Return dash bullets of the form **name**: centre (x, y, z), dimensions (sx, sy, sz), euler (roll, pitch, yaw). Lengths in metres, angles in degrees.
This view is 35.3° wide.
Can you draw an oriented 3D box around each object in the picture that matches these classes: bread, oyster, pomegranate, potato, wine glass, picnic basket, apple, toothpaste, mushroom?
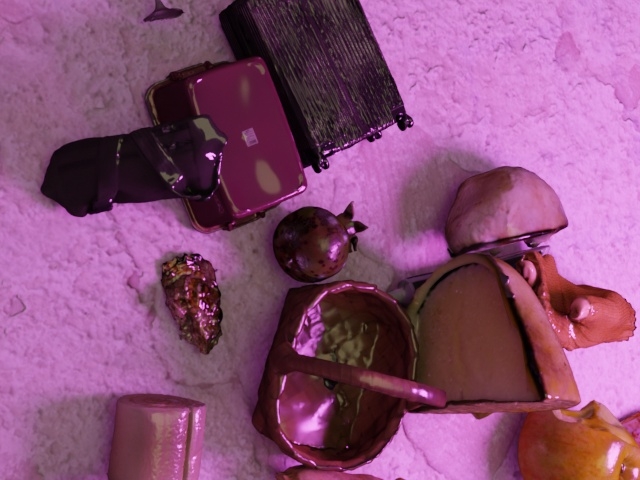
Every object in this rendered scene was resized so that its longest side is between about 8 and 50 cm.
- **bread**: centre (-0.267, 0.330, 1.648), dimensions (0.148, 0.134, 0.141), euler (7, 88, -19)
- **oyster**: centre (-0.215, 0.109, 1.733), dimensions (0.105, 0.056, 0.177), euler (0, 83, -35)
- **pomegranate**: centre (0.002, 0.006, 1.798), dimensions (0.169, 0.148, 0.148), euler (-11, 92, -25)
- **potato**: centre (0.320, 0.173, 1.836), dimensions (0.212, 0.330, 0.280), euler (8, 72, -42)
- **wine glass**: centre (-0.304, -0.505, 1.708), dimensions (0.074, 0.074, 0.262), euler (-18, 95, -26)
- **picnic basket**: centre (0.061, 0.234, 1.719), dimensions (0.293, 0.337, 0.337), euler (19, 79, -25)
- **apple**: centre (0.524, 0.427, 1.996), dimensions (0.246, 0.226, 0.246), euler (1, 88, -29)
- **toothpaste**: centre (0.290, 0.080, 1.980), dimensions (0.392, 0.061, 0.099), euler (-11, 134, -26)
- **mushroom**: centre (0.357, -0.063, 1.957), dimensions (0.267, 0.189, 0.164), euler (-11, 80, -26)

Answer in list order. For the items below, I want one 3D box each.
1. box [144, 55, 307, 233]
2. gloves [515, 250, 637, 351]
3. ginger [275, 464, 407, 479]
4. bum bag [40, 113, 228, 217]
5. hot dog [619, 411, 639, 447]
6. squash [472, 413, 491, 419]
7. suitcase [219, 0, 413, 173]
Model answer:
- **box**: centre (-0.152, -0.168, 1.713), dimensions (0.193, 0.167, 0.294), euler (-24, 99, -28)
- **gloves**: centre (0.491, 0.137, 2.000), dimensions (0.356, 0.203, 0.155), euler (24, 99, -40)
- **ginger**: centre (0.065, 0.496, 1.814), dimensions (0.354, 0.126, 0.190), euler (29, 80, -25)
- **bum bag**: centre (-0.296, -0.107, 1.602), dimensions (0.326, 0.080, 0.142), euler (-11, 110, 13)
- **hot dog**: centre (0.682, 0.437, 2.166), dimensions (0.252, 0.069, 0.131), euler (-15, 103, -24)
- **squash**: centre (0.285, 0.246, 1.968), dimensions (0.090, 0.075, 0.200), euler (-33, 83, 8)
- **suitcase**: centre (-0.013, -0.304, 1.803), dimensions (0.229, 0.152, 0.335), euler (-28, 98, -27)
